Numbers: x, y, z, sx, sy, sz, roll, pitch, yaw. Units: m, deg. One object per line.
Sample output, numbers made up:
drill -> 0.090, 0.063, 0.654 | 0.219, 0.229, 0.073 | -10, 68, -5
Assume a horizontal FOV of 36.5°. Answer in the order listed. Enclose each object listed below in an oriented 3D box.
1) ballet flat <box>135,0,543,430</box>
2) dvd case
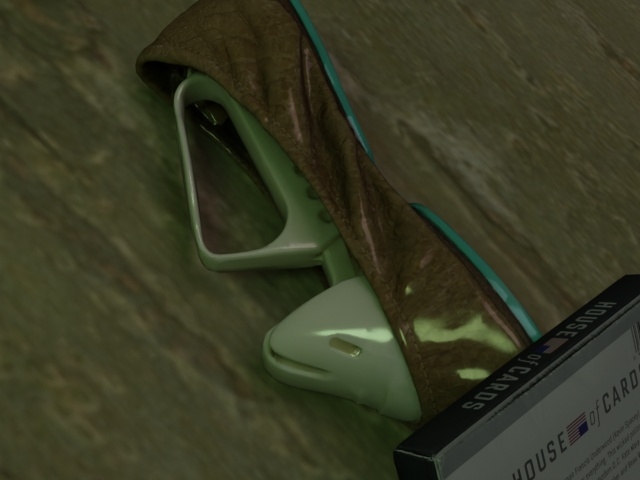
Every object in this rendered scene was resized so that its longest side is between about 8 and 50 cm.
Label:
ballet flat -> 0.000, 0.000, 0.532 | 0.124, 0.116, 0.342 | -27, 72, -17
dvd case -> 0.126, 0.158, 0.447 | 0.179, 0.029, 0.239 | -27, 108, -38
